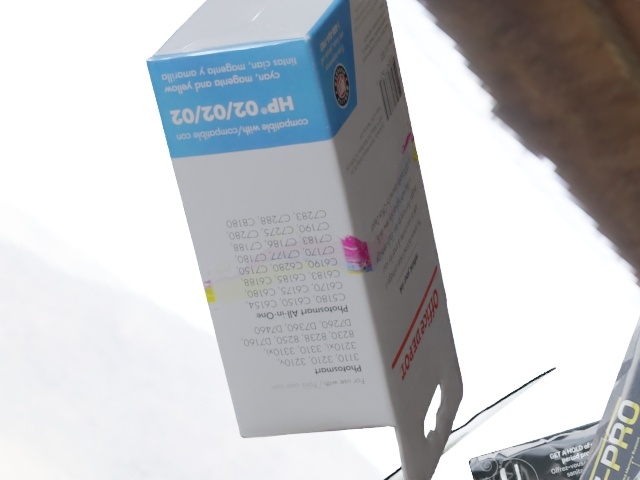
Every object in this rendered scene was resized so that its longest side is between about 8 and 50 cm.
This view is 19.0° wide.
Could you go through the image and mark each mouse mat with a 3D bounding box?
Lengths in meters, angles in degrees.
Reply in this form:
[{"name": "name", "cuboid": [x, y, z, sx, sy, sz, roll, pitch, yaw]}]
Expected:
[{"name": "mouse mat", "cuboid": [0.083, 0.153, 1.386, 0.007, 0.152, 0.190, 54, 34, 9]}]

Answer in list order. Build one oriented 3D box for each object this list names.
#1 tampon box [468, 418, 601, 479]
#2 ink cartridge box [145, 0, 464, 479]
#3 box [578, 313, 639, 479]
[{"name": "tampon box", "cuboid": [0.186, 0.216, 1.315, 0.101, 0.120, 0.161, 42, 32, -69]}, {"name": "ink cartridge box", "cuboid": [0.000, 0.000, 0.691, 0.104, 0.061, 0.181, -58, 138, -62]}, {"name": "box", "cuboid": [0.282, 0.048, 0.984, 0.097, 0.395, 0.318, 20, 0, -23]}]
